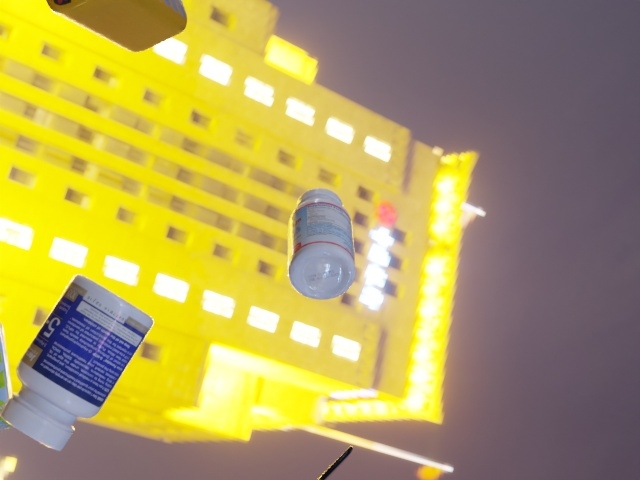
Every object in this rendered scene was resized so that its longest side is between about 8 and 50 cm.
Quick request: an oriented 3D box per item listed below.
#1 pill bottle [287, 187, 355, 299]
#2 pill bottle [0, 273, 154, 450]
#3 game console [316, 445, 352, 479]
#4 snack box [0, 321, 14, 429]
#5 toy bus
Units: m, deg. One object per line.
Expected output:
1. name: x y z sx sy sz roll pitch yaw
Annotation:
1. pill bottle: 0.000 0.000 1.628 0.087 0.087 0.160 -48 -157 25
2. pill bottle: -0.288 0.144 1.442 0.112 0.112 0.187 18 -106 55
3. game console: -0.027 0.242 1.285 0.122 0.107 0.071 94 8 -76
4. snack box: -0.587 0.219 1.907 0.070 0.207 0.174 105 -27 -69
5. toy bus: -0.286 -0.345 1.601 0.108 0.332 0.130 -22 -97 11
